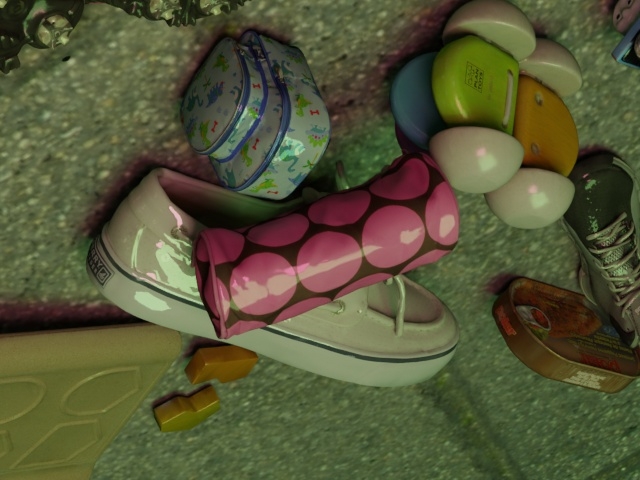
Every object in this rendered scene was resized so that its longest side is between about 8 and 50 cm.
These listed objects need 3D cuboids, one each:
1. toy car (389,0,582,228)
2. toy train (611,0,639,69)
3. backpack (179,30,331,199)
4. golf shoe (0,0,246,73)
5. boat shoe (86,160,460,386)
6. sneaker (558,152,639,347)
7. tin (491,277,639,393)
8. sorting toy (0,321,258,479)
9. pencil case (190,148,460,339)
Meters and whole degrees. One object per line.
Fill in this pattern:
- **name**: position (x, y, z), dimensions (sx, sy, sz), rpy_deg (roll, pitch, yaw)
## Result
- **toy car**: position (0.128, -0.099, 1.447), dimensions (0.136, 0.159, 0.182), rpy_deg (-8, 155, 37)
- **toy train**: position (0.321, -0.161, 1.497), dimensions (0.184, 0.105, 0.080), rpy_deg (11, 124, -38)
- **backpack**: position (-0.052, -0.092, 1.351), dimensions (0.084, 0.114, 0.105), rpy_deg (13, 127, -39)
- **golf shoe**: position (-0.146, -0.204, 1.187), dimensions (0.273, 0.120, 0.105), rpy_deg (-17, 135, -28)
- **boat shoe**: position (-0.006, 0.009, 1.491), dimensions (0.367, 0.136, 0.156), rpy_deg (18, 120, -30)
- **sneaker**: position (0.294, 0.024, 1.660), dimensions (0.086, 0.132, 0.228), rpy_deg (-28, 141, 0)
- **tin**: position (0.244, 0.096, 1.731), dimensions (0.190, 0.106, 0.040), rpy_deg (17, 124, -40)
- **sorting toy**: position (-0.218, 0.149, 1.576), dimensions (0.307, 0.041, 0.229), rpy_deg (-3, 140, -39)
- **pencil case**: position (0.000, 0.000, 1.368), dimensions (0.209, 0.098, 0.095), rpy_deg (-20, 153, -14)
